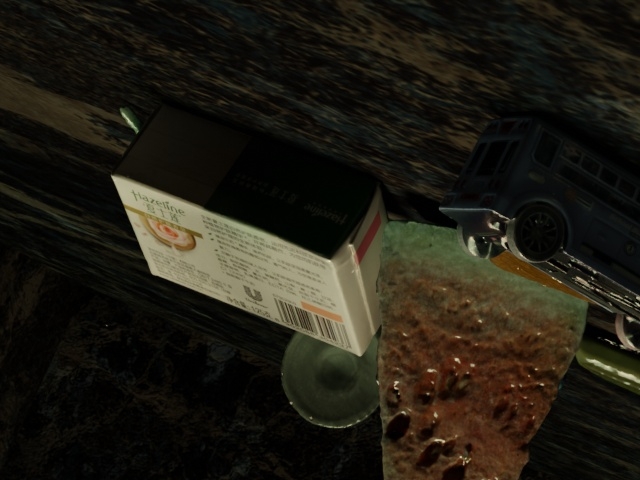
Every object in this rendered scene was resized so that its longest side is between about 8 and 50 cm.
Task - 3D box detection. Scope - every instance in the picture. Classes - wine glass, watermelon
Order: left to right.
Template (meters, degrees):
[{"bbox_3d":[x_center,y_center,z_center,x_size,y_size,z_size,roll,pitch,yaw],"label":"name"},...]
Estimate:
[{"bbox_3d":[0.000,0.097,1.700,0.264,0.096,0.309,21,-179,24],"label":"wine glass"},{"bbox_3d":[0.101,0.113,1.346,0.154,0.241,0.094,16,-173,17],"label":"watermelon"}]

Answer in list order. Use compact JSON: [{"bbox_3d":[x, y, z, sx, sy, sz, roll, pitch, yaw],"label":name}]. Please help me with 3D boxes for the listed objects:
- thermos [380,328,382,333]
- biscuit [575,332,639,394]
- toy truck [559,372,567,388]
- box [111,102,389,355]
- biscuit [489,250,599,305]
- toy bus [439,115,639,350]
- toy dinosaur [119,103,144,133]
[{"bbox_3d":[0.152,0.127,1.882,0.187,0.073,0.083,27,-143,-31],"label":"thermos"},{"bbox_3d":[0.352,0.145,1.534,0.322,0.038,0.099,21,175,20],"label":"biscuit"},{"bbox_3d":[0.174,0.124,1.706,0.073,0.090,0.056,51,-175,25],"label":"toy truck"},{"bbox_3d":[-0.045,-0.008,1.398,0.199,0.081,0.135,19,151,22],"label":"box"},{"bbox_3d":[0.185,0.021,1.181,0.162,0.035,0.250,34,168,-29],"label":"biscuit"},{"bbox_3d":[0.151,0.001,0.984,0.167,0.076,0.073,29,170,-20],"label":"toy bus"},{"bbox_3d":[-0.020,0.002,1.578,0.383,0.076,0.129,23,167,-17],"label":"toy dinosaur"}]
